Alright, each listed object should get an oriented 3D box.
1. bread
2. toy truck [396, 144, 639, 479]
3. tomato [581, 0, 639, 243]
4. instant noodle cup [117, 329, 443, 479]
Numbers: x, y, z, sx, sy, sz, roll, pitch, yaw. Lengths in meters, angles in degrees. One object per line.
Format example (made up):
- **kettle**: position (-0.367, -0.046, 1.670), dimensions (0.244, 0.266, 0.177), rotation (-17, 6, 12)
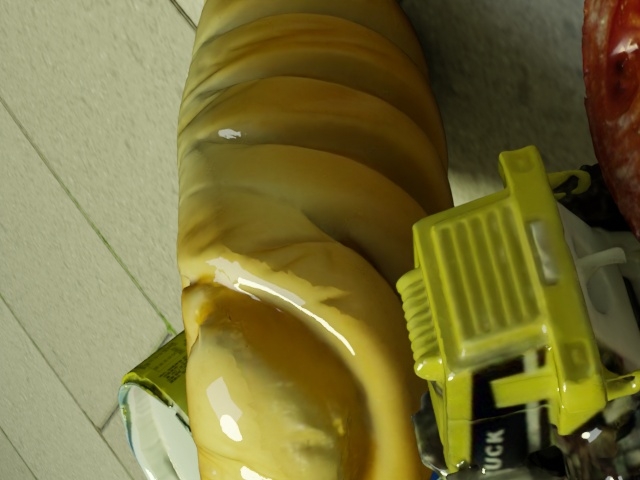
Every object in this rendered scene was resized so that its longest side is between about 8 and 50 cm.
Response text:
- **bread**: position (0.000, 0.000, 0.763), dimensions (0.311, 0.121, 0.173), rotation (-92, -1, -48)
- **toy truck**: position (0.096, 0.082, 0.649), dimensions (0.286, 0.111, 0.136), rotation (70, -171, -53)
- **tomato**: position (0.157, -0.059, 0.542), dimensions (0.139, 0.091, 0.159), rotation (-56, 40, 37)
- **instant noodle cup**: position (-0.022, 0.111, 1.036), dimensions (0.205, 0.153, 0.205), rotation (45, 152, 32)
